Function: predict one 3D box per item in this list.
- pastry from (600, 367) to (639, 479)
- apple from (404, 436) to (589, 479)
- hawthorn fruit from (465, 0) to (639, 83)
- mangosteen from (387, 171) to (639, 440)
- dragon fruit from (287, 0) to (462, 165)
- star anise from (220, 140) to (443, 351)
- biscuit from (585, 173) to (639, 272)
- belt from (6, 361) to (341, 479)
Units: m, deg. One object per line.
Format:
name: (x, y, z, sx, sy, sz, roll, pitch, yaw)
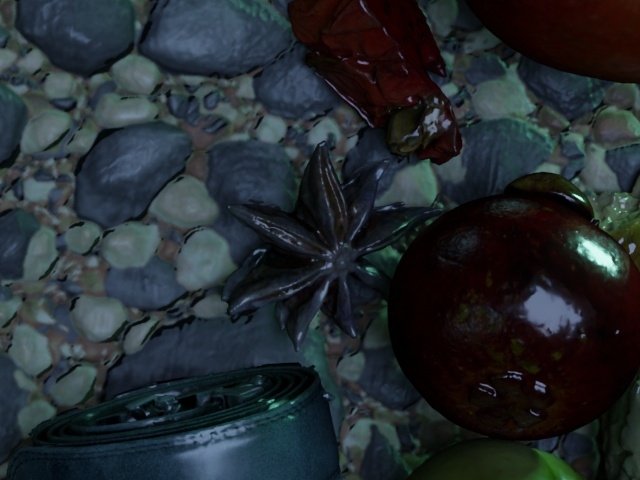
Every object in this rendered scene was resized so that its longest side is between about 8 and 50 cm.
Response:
pastry: (0.393, 0.185, 1.610, 0.329, 0.136, 0.330, -2, 95, -17)
apple: (0.161, 0.306, 1.488, 0.279, 0.279, 0.279, -1, 94, -17)
hawthorn fruit: (0.246, -0.261, 1.466, 0.311, 0.295, 0.295, -36, 103, -31)
mangosteen: (0.167, 0.042, 1.490, 0.215, 0.215, 0.257, 31, 40, -16)
dragon fruit: (0.055, -0.144, 1.536, 0.092, 0.122, 0.192, -27, 108, 26)
star anise: (0.000, 0.000, 1.511, 0.204, 0.061, 0.181, -42, 123, -11)
biscuit: (0.300, -0.009, 1.612, 0.183, 0.061, 0.118, -24, 101, -15)
belt: (-0.116, 0.177, 1.418, 0.267, 0.206, 0.116, -12, 97, -6)
